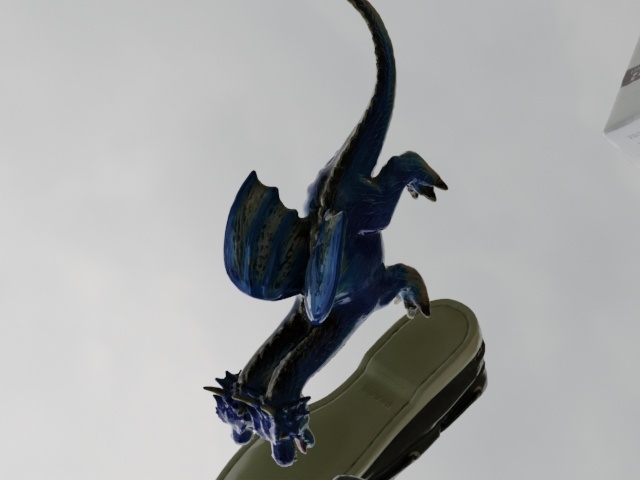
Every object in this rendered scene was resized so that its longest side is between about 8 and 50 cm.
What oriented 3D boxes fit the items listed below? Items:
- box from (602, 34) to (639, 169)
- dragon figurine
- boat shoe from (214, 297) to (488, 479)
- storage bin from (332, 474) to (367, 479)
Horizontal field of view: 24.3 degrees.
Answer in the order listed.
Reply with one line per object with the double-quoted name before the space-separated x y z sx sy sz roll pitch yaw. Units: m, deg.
"box" 0.315 -0.083 0.943 0.182 0.181 0.119 37 -121 -20
"dragon figurine" 0.000 0.000 0.908 0.085 0.289 0.144 23 -149 33
"boat shoe" 0.034 0.204 1.462 0.340 0.127 0.113 -44 -45 -14
"storage bin" 0.001 0.156 0.606 0.098 0.135 0.091 22 -120 -4
